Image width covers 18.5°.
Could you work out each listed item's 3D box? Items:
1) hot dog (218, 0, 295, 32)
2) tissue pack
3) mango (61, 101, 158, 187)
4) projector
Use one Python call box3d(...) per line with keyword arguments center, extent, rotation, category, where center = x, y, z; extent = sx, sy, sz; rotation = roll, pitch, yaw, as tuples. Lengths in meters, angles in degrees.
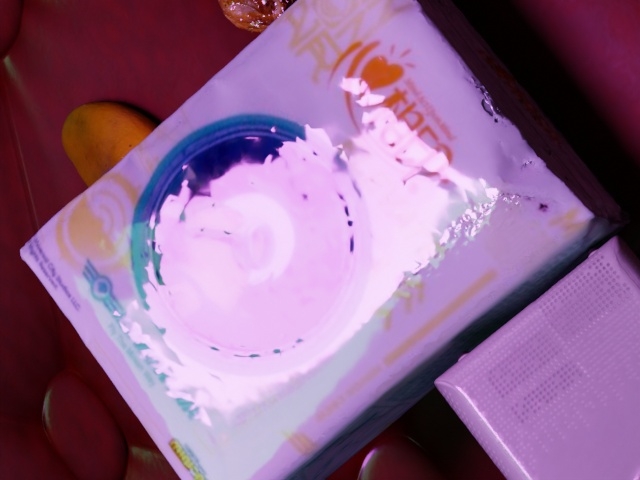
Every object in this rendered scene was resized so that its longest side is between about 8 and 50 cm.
box3d(center=(-0.060, -0.213, 1.695), extent=(0.083, 0.035, 0.058), rotation=(31, 126, 34), category="hot dog")
box3d(center=(0.000, 0.000, 1.517), extent=(0.388, 0.162, 0.287), rotation=(-41, 78, 16), category="tissue pack")
box3d(center=(-0.198, -0.084, 1.893), extent=(0.187, 0.066, 0.101), rotation=(30, 129, 46), category="mango")
box3d(center=(0.226, 0.143, 1.424), extent=(0.177, 0.163, 0.242), rotation=(-41, 75, 7), category="projector")
